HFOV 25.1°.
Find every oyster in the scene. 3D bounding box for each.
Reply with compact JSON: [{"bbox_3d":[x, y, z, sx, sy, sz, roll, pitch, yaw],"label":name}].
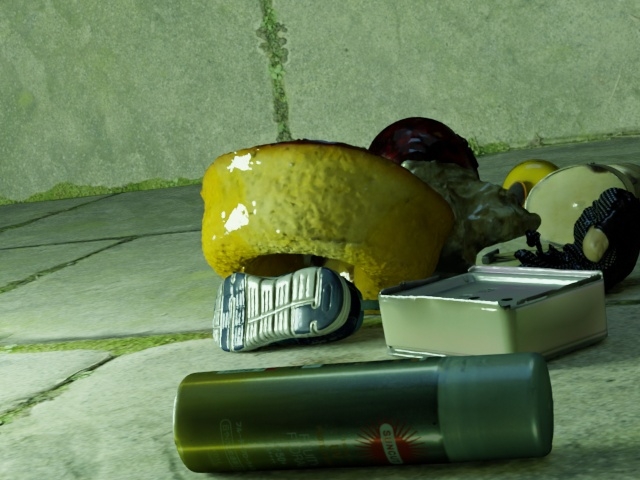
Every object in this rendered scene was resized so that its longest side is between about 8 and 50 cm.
[{"bbox_3d":[0.113,-0.021,1.806,0.341,0.110,0.166,14,-39,-17],"label":"oyster"}]

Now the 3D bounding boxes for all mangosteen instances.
[{"bbox_3d":[0.150,-0.094,2.255,0.210,0.209,0.210,-8,8,1],"label":"mangosteen"}]

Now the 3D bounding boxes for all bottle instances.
[{"bbox_3d":[0.033,0.133,1.101,0.286,0.082,0.082,-6,8,18],"label":"bottle"}]

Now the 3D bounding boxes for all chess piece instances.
[{"bbox_3d":[0.416,-0.064,2.112,0.138,0.124,0.307,-52,-16,21],"label":"chess piece"}]

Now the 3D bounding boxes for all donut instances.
[{"bbox_3d":[0.000,0.000,1.650,0.303,0.110,0.303,10,-24,4],"label":"donut"}]

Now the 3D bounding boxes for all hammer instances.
[{"bbox_3d":[0.319,0.015,1.936,0.199,0.013,0.062,-4,9,23],"label":"hammer"}]

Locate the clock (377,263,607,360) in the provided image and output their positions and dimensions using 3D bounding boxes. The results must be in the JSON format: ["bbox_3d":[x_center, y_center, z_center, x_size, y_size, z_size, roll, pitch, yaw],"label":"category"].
[{"bbox_3d":[0.172,0.073,1.435,0.147,0.071,0.192,-14,10,-38],"label":"clock"}]

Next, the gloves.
[{"bbox_3d":[0.300,0.027,1.649,0.129,0.106,0.180,-1,39,49],"label":"gloves"}]

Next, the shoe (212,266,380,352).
[{"bbox_3d":[-0.034,0.081,1.597,0.207,0.091,0.106,-8,-16,35],"label":"shoe"}]

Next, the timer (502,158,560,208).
[{"bbox_3d":[0.336,-0.074,2.240,0.107,0.107,0.109,-6,11,13],"label":"timer"}]
